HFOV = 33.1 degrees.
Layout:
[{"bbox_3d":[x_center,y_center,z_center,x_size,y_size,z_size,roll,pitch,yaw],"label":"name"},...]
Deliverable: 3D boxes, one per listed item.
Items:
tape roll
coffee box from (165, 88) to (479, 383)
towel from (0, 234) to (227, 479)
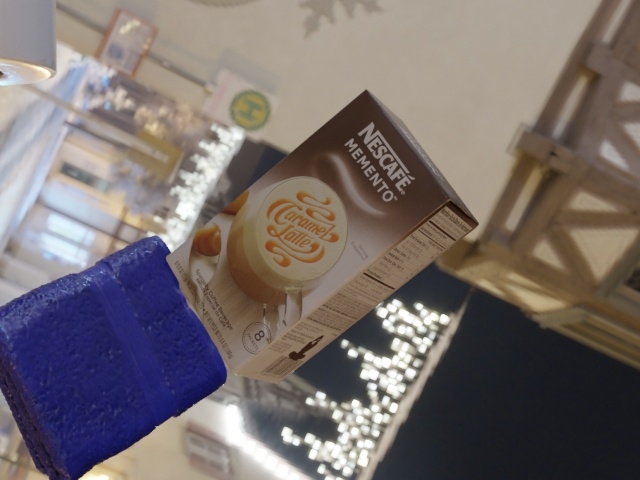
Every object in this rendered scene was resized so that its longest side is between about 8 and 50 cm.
[{"bbox_3d":[-0.423,-0.273,1.217,0.246,0.246,0.169,-178,-93,-77],"label":"tape roll"},{"bbox_3d":[0.000,0.000,0.985,0.246,0.141,0.098,-40,154,11],"label":"coffee box"},{"bbox_3d":[-0.269,0.144,1.344,0.076,0.228,0.308,-23,-176,38],"label":"towel"}]
